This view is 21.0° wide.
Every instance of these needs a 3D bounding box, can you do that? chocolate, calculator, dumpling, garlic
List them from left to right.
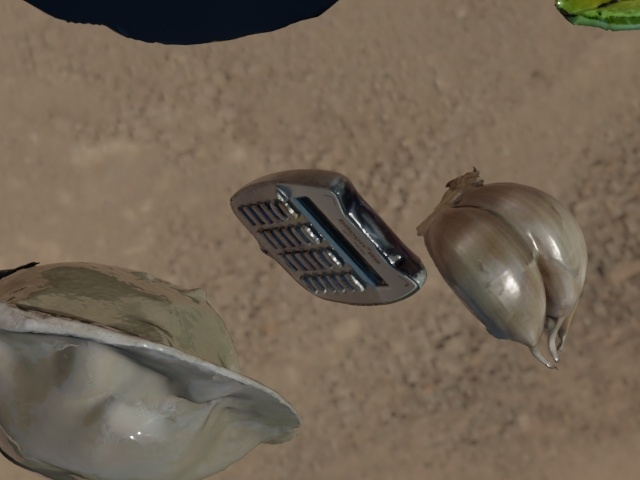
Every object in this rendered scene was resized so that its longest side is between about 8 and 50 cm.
[{"bbox_3d":[-0.148,0.104,1.159,0.293,0.204,0.163,22,103,-21],"label":"dumpling"},{"bbox_3d":[-0.141,-0.325,1.556,0.340,0.210,0.225,4,135,-20],"label":"chocolate"},{"bbox_3d":[0.000,0.000,1.746,0.177,0.040,0.268,49,155,-17],"label":"calculator"},{"bbox_3d":[0.239,0.037,2.273,0.210,0.292,0.237,-37,167,-21],"label":"garlic"}]

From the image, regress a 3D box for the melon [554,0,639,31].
[{"bbox_3d":[0.348,-0.318,1.694,0.265,0.169,0.129,-21,162,16],"label":"melon"}]
